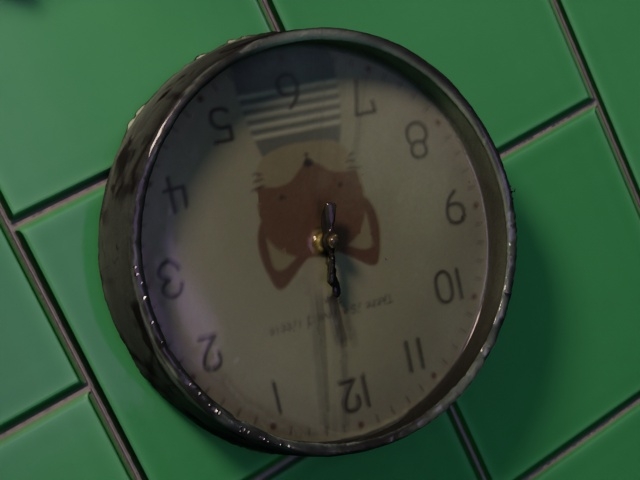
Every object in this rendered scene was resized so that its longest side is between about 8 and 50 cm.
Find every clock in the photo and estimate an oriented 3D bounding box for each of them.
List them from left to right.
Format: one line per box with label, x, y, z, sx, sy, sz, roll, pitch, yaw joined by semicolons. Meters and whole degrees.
clock;0.000;0.000;0.914;0.325;0.067;0.325;1;87;-25
